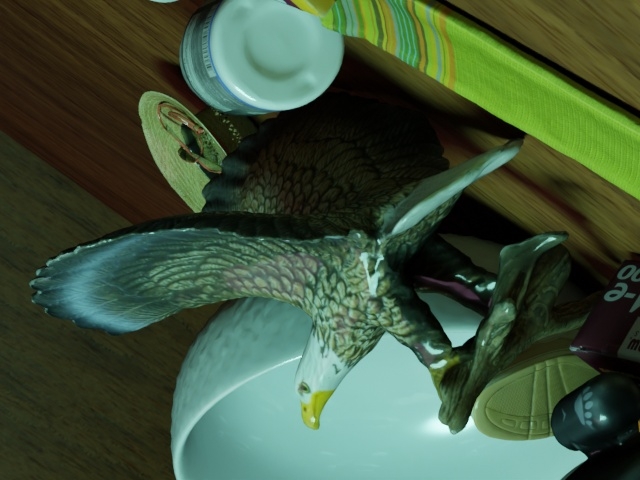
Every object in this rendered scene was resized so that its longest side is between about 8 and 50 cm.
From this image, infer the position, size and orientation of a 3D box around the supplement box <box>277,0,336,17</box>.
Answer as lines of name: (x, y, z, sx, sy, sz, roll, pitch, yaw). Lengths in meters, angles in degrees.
supplement box: (-0.064, -0.175, 0.831, 0.188, 0.080, 0.104, 27, 170, 43)

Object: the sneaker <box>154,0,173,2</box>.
sneaker: (-0.178, -0.216, 0.963, 0.147, 0.104, 0.296, 23, 172, 33)

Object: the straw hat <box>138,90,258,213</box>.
straw hat: (-0.084, -0.080, 1.627, 0.144, 0.061, 0.144, 39, 153, 24)

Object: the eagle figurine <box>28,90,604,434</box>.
eagle figurine: (-0.005, 0.010, 1.205, 0.298, 0.225, 0.226, 28, 175, 24)

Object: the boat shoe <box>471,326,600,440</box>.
boat shoe: (0.161, 0.080, 1.269, 0.059, 0.170, 0.063, 40, 140, 51)

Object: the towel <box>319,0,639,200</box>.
towel: (0.093, -0.080, 1.002, 0.237, 0.021, 0.102, 32, 173, 16)

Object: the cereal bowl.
cereal bowl: (0.056, 0.097, 1.449, 0.339, 0.141, 0.339, -3, 146, -2)

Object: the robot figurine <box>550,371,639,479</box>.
robot figurine: (0.213, 0.192, 1.115, 0.174, 0.209, 0.278, 10, 170, -4)

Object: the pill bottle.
pill bottle: (-0.039, -0.112, 1.147, 0.078, 0.078, 0.137, 36, 173, -13)

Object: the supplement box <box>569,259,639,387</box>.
supplement box: (0.283, 0.109, 1.187, 0.239, 0.073, 0.130, 36, 171, -19)

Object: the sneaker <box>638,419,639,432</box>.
sneaker: (0.364, 0.220, 1.472, 0.321, 0.124, 0.180, 51, 146, -1)
